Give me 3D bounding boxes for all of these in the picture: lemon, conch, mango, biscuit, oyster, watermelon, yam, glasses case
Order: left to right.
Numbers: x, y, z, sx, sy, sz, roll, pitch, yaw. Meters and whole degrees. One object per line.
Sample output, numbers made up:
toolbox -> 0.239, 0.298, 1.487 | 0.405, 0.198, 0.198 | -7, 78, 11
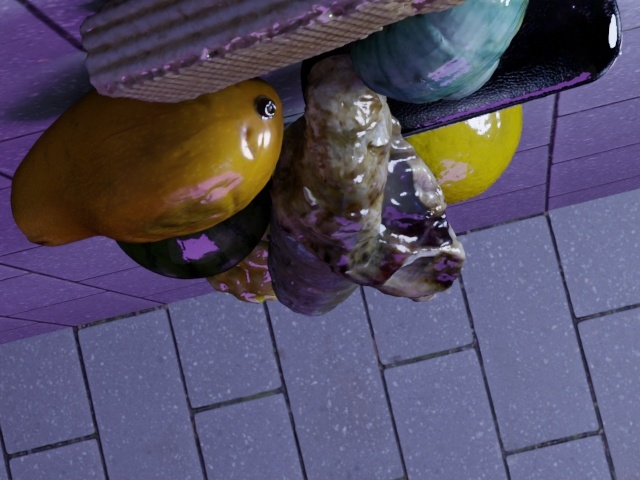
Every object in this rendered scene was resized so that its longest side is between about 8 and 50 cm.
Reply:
mango -> -0.166, -0.082, 1.542 | 0.359, 0.187, 0.144 | -6, 138, 49
watermelon -> -0.140, -0.046, 1.765 | 0.188, 0.188, 0.215 | -14, 154, 8
yam -> 0.000, 0.000, 1.743 | 0.133, 0.133, 0.330 | -12, 163, -11
biscuit -> 0.019, -0.203, 1.285 | 0.426, 0.079, 0.144 | -16, 174, 26
oyster -> 0.057, -0.033, 1.541 | 0.166, 0.294, 0.094 | -45, -145, 4
lemon -> 0.122, -0.127, 1.698 | 0.178, 0.178, 0.203 | -13, 163, -1
conch -> 0.108, -0.188, 1.413 | 0.176, 0.122, 0.188 | -37, 178, -3
glasses case -> 0.130, -0.174, 1.546 | 0.314, 0.122, 0.075 | -16, 179, 18

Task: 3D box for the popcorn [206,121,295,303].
popcorn -> -0.051, -0.039, 2.006 | 0.251, 0.206, 0.237 | -18, 161, -44
